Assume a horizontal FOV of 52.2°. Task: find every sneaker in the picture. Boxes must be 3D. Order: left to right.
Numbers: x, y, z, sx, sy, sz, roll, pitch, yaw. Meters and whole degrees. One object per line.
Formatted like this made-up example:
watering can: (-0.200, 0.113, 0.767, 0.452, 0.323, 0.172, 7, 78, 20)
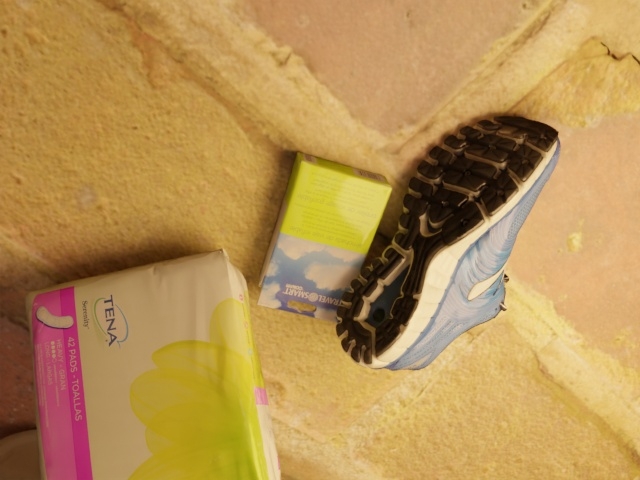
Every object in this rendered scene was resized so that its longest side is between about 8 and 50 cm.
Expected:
sneaker: (0.157, 0.009, 0.740, 0.147, 0.130, 0.330, 29, 100, -45)

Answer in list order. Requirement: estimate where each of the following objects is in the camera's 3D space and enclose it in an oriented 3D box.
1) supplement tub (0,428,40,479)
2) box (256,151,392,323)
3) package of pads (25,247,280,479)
supplement tub: (-0.342, 0.409, 0.799, 0.193, 0.193, 0.316, 5, 113, -9)
box: (0.000, 0.000, 0.745, 0.109, 0.042, 0.178, 15, 111, -12)
package of pads: (-0.170, 0.170, 0.684, 0.229, 0.101, 0.296, -12, 73, -3)
